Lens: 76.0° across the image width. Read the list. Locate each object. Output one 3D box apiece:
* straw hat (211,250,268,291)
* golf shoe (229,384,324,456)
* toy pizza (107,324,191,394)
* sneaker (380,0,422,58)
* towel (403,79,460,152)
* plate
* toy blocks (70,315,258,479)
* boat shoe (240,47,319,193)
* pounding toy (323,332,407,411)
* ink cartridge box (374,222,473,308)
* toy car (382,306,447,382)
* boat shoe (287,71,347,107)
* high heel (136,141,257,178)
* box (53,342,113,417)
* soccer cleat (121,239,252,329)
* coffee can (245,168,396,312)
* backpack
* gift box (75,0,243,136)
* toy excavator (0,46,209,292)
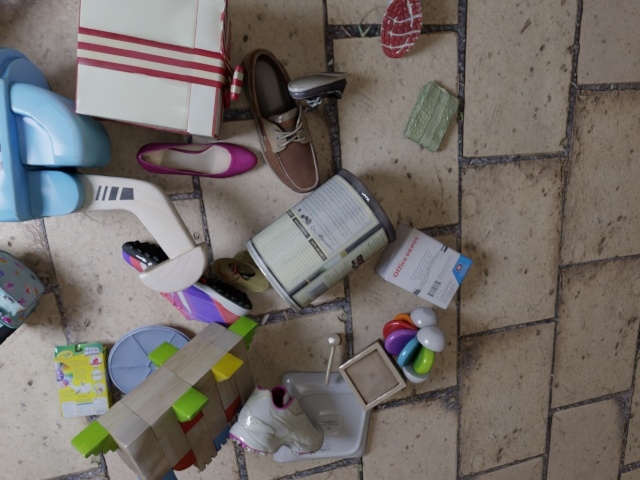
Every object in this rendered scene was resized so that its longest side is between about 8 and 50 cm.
[{"bbox_3d":[-0.179,0.058,0.961,0.144,0.144,0.061,35,52,-19],"label":"straw hat"},{"bbox_3d":[-0.074,0.428,0.977,0.306,0.115,0.140,36,67,-49],"label":"golf shoe"},{"bbox_3d":[-0.398,0.291,0.983,0.201,0.032,0.202,-5,108,-14],"label":"toy pizza"},{"bbox_3d":[0.189,-0.524,0.905,0.087,0.093,0.226,12,119,2],"label":"sneaker"},{"bbox_3d":[0.274,-0.303,1.009,0.110,0.027,0.148,23,97,-17],"label":"towel"},{"bbox_3d":[0.020,0.498,1.132,0.277,0.045,0.278,4,103,-15],"label":"plate"},{"bbox_3d":[-0.274,0.372,0.875,0.381,0.190,0.261,-41,138,-42],"label":"toy blocks"},{"bbox_3d":[-0.085,-0.249,0.886,0.123,0.116,0.325,-27,108,-6],"label":"boat shoe"},{"bbox_3d":[0.094,0.330,1.083,0.181,0.094,0.206,-35,78,7],"label":"pounding toy"},{"bbox_3d":[0.266,0.066,1.065,0.203,0.086,0.148,27,95,-17],"label":"ink cartridge box"},{"bbox_3d":[0.229,0.261,1.058,0.136,0.182,0.159,15,117,-9],"label":"toy car"},{"bbox_3d":[0.000,-0.314,0.867,0.075,0.206,0.065,15,123,23],"label":"boat shoe"},{"bbox_3d":[-0.253,-0.172,0.863,0.243,0.117,0.082,5,102,-15],"label":"high heel"},{"bbox_3d":[-0.548,0.318,0.950,0.105,0.043,0.179,-1,106,-13],"label":"box"},{"bbox_3d":[-0.312,0.115,0.928,0.318,0.109,0.116,33,98,-21],"label":"soccer cleat"},{"bbox_3d":[0.000,0.000,0.923,0.275,0.201,0.202,-37,109,-3],"label":"coffee can"},{"bbox_3d":[-0.663,0.098,0.803,0.144,0.166,0.188,-44,112,-2],"label":"backpack"},{"bbox_3d":[-0.270,-0.332,0.751,0.257,0.255,0.277,7,105,-13],"label":"gift box"},{"bbox_3d":[-0.441,-0.113,0.742,0.444,0.222,0.434,-2,98,-8],"label":"toy excavator"}]
